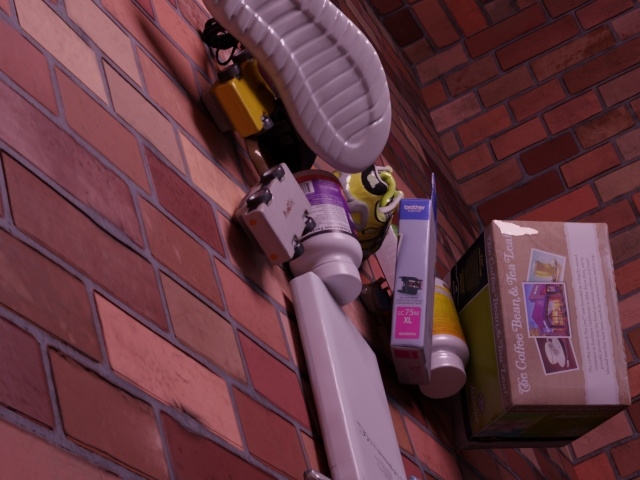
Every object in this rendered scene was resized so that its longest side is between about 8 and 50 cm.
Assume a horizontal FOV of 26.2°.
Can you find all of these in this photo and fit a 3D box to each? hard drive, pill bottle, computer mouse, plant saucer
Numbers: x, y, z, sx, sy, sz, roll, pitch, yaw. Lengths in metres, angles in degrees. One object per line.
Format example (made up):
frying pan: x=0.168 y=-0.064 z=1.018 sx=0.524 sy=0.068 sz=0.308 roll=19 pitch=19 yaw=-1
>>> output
hard drive: x=0.049 y=0.239 z=1.838 sx=0.233 sy=0.047 sz=0.353 roll=55 pitch=15 yaw=-44
pill bottle: x=0.192 y=0.171 z=2.410 sx=0.117 sy=0.117 sz=0.215 roll=53 pitch=16 yaw=-39
computer mouse: x=-0.064 y=-0.230 z=2.098 sx=0.072 sy=0.188 sz=0.272 roll=-32 pitch=107 yaw=-33
pill bottle: x=0.000 y=0.000 z=1.986 sx=0.108 sy=0.108 sz=0.193 roll=49 pitch=20 yaw=-49
plant saucer: x=-0.087 y=-0.123 z=2.091 sx=0.083 sy=0.015 sz=0.083 roll=59 pitch=14 yaw=-24

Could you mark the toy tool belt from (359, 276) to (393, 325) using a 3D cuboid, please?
toy tool belt: x=0.103 y=0.103 z=2.330 sx=0.083 sy=0.051 sz=0.052 roll=59 pitch=14 yaw=-23

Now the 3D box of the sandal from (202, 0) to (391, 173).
sandal: x=-0.033 y=-0.272 z=1.956 sx=0.102 sy=0.169 sz=0.416 roll=22 pitch=-26 yaw=54

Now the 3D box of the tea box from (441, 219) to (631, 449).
tea box: x=0.366 y=0.173 z=2.409 sx=0.323 sy=0.219 sz=0.329 roll=119 pitch=-30 yaw=-67

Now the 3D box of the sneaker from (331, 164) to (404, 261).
sneaker: x=0.079 y=-0.051 z=2.320 sx=0.145 sy=0.147 sz=0.384 roll=63 pitch=11 yaw=4

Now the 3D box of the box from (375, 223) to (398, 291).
box: x=0.201 y=0.128 z=2.677 sx=0.322 sy=0.058 sz=0.232 roll=68 pitch=13 yaw=12

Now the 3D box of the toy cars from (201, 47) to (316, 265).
toy cars: x=-0.096 y=-0.113 z=1.893 sx=0.176 sy=0.087 sz=0.394 roll=39 pitch=31 yaw=-53

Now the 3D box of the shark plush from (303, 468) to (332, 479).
shark plush: x=0.032 y=0.317 z=1.626 sx=0.067 sy=0.073 sz=0.161 roll=36 pitch=-1 yaw=36

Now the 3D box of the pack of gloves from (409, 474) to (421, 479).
pack of gloves: x=0.172 y=0.416 z=1.897 sx=0.232 sy=0.046 sz=0.195 roll=55 pitch=17 yaw=-77

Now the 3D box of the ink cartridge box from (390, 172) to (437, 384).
ink cartridge box: x=0.158 y=0.064 z=2.276 sx=0.186 sy=0.065 sz=0.311 roll=73 pitch=22 yaw=-64
